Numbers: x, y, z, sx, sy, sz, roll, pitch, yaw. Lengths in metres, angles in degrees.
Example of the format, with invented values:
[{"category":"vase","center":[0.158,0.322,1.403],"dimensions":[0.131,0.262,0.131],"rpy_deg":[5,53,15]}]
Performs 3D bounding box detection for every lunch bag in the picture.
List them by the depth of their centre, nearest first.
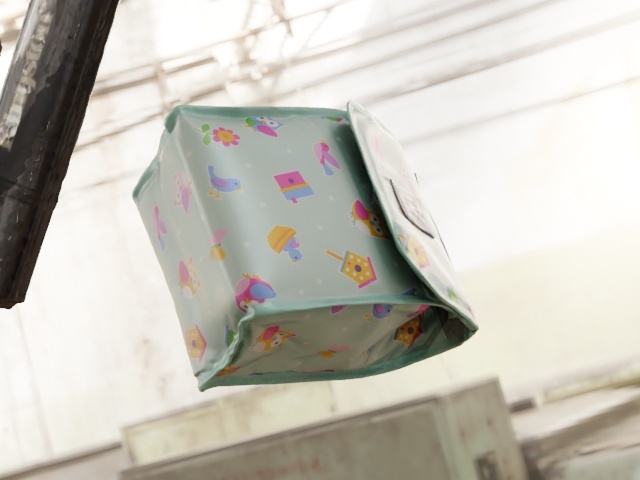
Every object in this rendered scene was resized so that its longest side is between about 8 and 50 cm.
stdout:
[{"category":"lunch bag","center":[0.000,0.000,1.143],"dimensions":[0.262,0.223,0.160],"rpy_deg":[-3,-35,-30]}]

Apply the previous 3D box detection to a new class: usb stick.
[{"category":"usb stick","center":[-0.181,-0.090,0.862],"dimensions":[0.045,0.278,0.077],"rpy_deg":[17,2,-40]}]

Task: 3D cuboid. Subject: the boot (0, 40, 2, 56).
[{"category":"boot","center":[-0.238,-0.087,0.785],"dimensions":[0.086,0.069,0.190],"rpy_deg":[13,-26,-8]}]
